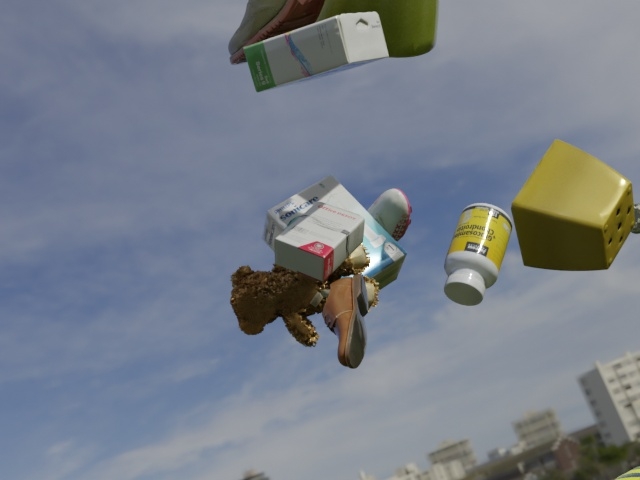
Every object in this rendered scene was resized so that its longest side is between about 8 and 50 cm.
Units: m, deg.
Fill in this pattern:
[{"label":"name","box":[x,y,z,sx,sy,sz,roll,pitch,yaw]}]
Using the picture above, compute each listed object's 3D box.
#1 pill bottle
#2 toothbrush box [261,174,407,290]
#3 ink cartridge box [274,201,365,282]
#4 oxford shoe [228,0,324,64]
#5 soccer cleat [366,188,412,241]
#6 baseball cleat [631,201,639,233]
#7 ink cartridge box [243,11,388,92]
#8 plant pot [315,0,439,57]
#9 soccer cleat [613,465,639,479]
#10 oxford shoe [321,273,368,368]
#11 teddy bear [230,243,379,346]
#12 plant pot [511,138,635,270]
[{"label":"pill bottle","box":[0.291,0.027,1.807,0.103,0.184,0.103,16,-34,11]},{"label":"toothbrush box","box":[0.030,0.012,2.367,0.216,0.295,0.126,-32,-22,-29]},{"label":"ink cartridge box","box":[0.000,0.000,1.799,0.150,0.109,0.063,-42,-37,-44]},{"label":"oxford shoe","box":[-0.076,-0.484,1.876,0.140,0.147,0.397,-27,-6,-45]},{"label":"soccer cleat","box":[0.135,-0.009,2.583,0.143,0.116,0.331,-25,-22,-33]},{"label":"baseball cleat","box":[0.745,-0.049,2.236,0.109,0.072,0.206,14,7,-7]},{"label":"ink cartridge box","box":[-0.006,-0.344,1.754,0.212,0.093,0.154,-13,7,34]},{"label":"plant pot","box":[0.135,-0.565,1.962,0.274,0.275,0.294,-10,-51,-29]},{"label":"soccer cleat","box":[0.511,0.345,1.354,0.289,0.093,0.121,-24,-22,11]},{"label":"oxford shoe","box":[0.039,0.143,1.644,0.076,0.212,0.076,-9,-56,11]},{"label":"teddy bear","box":[-0.034,0.110,2.189,0.338,0.245,0.113,-31,10,4]},{"label":"plant pot","box":[0.553,-0.056,2.057,0.212,0.187,0.212,-52,-39,-24]}]
